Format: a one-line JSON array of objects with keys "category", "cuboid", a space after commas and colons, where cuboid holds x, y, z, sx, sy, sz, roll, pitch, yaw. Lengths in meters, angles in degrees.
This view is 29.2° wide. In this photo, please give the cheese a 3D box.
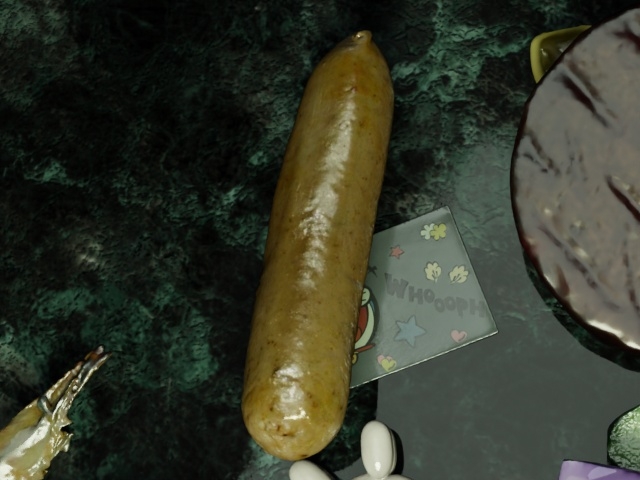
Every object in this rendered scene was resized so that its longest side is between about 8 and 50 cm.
[{"category": "cheese", "cuboid": [0.295, -0.170, 1.438, 0.086, 0.036, 0.162, -7, 73, 12]}]

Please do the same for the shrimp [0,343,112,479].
[{"category": "shrimp", "cuboid": [-0.318, 0.240, 1.456, 0.262, 0.066, 0.117, -46, 109, -1]}]

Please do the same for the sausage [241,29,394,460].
[{"category": "sausage", "cuboid": [0.000, 0.000, 1.404, 0.123, 0.136, 0.501, 12, 75, -6]}]

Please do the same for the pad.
[{"category": "pad", "cuboid": [0.064, 0.074, 1.440, 0.245, 0.006, 0.170, -22, 70, 7]}]

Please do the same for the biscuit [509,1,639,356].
[{"category": "biscuit", "cuboid": [0.410, -0.065, 1.331, 0.407, 0.091, 0.407, -1, 86, 14]}]

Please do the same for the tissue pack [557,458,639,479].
[{"category": "tissue pack", "cuboid": [0.328, 0.406, 1.202, 0.242, 0.160, 0.338, 10, 78, 22]}]

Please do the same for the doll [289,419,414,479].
[{"category": "doll", "cuboid": [0.040, 0.299, 1.354, 0.161, 0.059, 0.160, -30, 69, 3]}]

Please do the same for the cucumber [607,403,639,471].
[{"category": "cucumber", "cuboid": [0.421, 0.192, 1.292, 0.244, 0.063, 0.115, -11, 81, 10]}]
